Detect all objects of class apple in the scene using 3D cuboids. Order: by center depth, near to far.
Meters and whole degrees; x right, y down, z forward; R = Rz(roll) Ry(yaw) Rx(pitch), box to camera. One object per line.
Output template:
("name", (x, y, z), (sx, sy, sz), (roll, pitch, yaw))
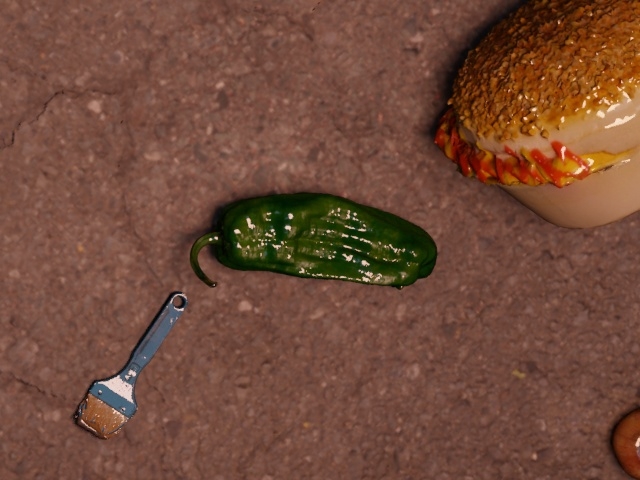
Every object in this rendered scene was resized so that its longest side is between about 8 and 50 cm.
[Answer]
("apple", (0.343, 0.211, 1.923), (0.084, 0.071, 0.084), (0, 92, -7))

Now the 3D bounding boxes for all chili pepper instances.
("chili pepper", (-0.002, 0.003, 1.810), (0.257, 0.074, 0.100), (7, 95, -15))

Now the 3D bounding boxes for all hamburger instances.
("hamburger", (0.258, -0.148, 1.754), (0.294, 0.276, 0.179), (-43, 115, -10))

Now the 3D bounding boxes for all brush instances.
("brush", (-0.179, 0.120, 1.814), (0.051, 0.014, 0.164), (34, 87, -16))
